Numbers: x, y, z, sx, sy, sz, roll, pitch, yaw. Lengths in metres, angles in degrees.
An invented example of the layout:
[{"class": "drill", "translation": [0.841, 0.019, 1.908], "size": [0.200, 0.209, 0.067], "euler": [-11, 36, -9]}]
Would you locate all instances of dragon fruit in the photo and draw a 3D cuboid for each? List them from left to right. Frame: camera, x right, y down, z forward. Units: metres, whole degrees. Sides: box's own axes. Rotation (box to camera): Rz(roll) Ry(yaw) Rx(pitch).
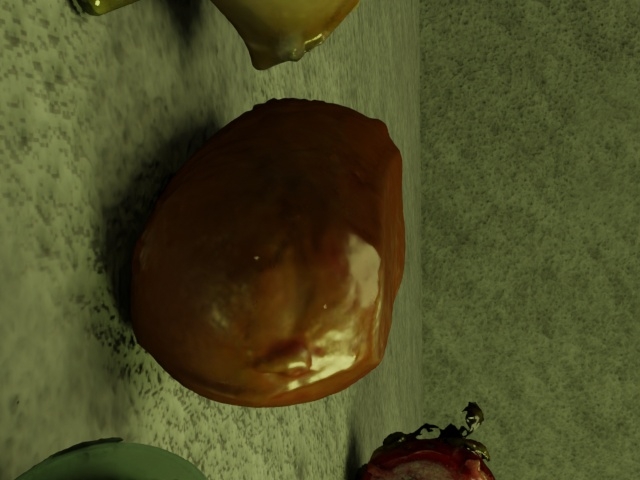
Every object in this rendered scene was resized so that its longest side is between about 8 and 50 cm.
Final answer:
[{"class": "dragon fruit", "translation": [0.164, 0.418, 1.175], "size": [0.291, 0.250, 0.269], "euler": [60, 12, -57]}]

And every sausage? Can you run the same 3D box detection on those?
[{"class": "sausage", "translation": [-0.022, 0.000, 0.490], "size": [0.268, 0.141, 0.153], "euler": [-71, 157, -65]}]

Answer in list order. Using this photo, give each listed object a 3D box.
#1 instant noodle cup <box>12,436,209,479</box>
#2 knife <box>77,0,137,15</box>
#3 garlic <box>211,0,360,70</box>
[{"class": "instant noodle cup", "translation": [-0.060, 0.179, 0.308], "size": [0.168, 0.168, 0.185], "euler": [-76, 155, -49]}, {"class": "knife", "translation": [-0.085, -0.187, 0.498], "size": [0.298, 0.017, 0.047], "euler": [-65, 143, -63]}, {"class": "garlic", "translation": [-0.044, -0.194, 0.429], "size": [0.245, 0.145, 0.164], "euler": [11, 95, -67]}]
